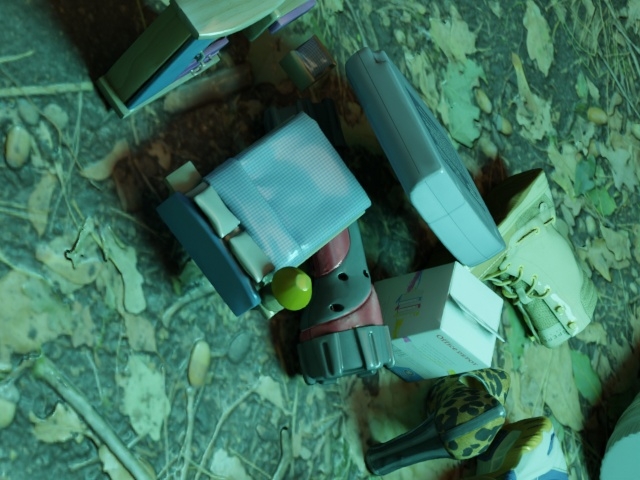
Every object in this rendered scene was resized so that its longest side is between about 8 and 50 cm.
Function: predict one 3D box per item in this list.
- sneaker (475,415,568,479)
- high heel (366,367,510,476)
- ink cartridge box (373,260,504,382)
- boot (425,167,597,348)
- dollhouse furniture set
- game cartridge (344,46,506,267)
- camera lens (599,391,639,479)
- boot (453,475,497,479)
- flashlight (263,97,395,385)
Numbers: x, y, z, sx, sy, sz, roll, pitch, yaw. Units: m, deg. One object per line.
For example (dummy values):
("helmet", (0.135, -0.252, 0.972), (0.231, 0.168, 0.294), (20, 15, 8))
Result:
("sneaker", (0.212, 0.322, 1.833), (0.296, 0.112, 0.131), (-36, 105, -46))
("high heel", (0.191, 0.184, 1.792), (0.261, 0.186, 0.093), (-27, 89, -47))
("ink cartridge box", (0.132, 0.092, 1.793), (0.092, 0.143, 0.090), (37, 53, -34))
("boot", (0.242, 0.053, 1.967), (0.262, 0.095, 0.203), (-44, 112, -47))
("dollhouse furniture set", (-0.017, -0.121, 1.583), (0.286, 0.198, 0.303), (-36, 92, -34))
("game cartridge", (0.122, -0.076, 1.740), (0.196, 0.060, 0.294), (60, 9, 24))
("camera lens", (0.510, 0.260, 2.092), (0.274, 0.219, 0.219), (-40, 107, -45))
("boot", (0.120, 0.392, 1.620), (0.283, 0.109, 0.220), (-41, 106, -1))
("flashlight", (0.000, 0.000, 1.722), (0.103, 0.103, 0.304), (91, -14, -81))
